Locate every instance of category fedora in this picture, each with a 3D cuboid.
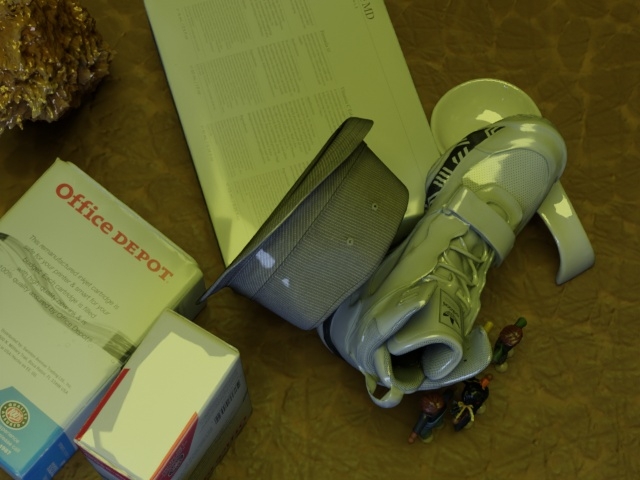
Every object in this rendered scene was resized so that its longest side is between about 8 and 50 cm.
[{"bbox_3d":[0.000,0.000,1.610,0.124,0.244,0.275,39,64,-3],"label":"fedora"}]

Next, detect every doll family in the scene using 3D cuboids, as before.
[{"bbox_3d":[0.167,0.160,1.709,0.076,0.111,0.193,26,72,8],"label":"doll family"}]

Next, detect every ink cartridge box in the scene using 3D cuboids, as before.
[{"bbox_3d":[-0.310,0.098,1.711,0.223,0.129,0.307,38,74,12],"label":"ink cartridge box"},{"bbox_3d":[-0.163,0.199,1.623,0.100,0.237,0.172,30,73,12],"label":"ink cartridge box"}]

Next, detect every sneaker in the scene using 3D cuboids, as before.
[{"bbox_3d":[0.157,0.029,1.656,0.366,0.210,0.137,-45,116,7],"label":"sneaker"}]

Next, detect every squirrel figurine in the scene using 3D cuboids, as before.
[{"bbox_3d":[-0.420,-0.297,1.721,0.397,0.370,0.281,31,72,9],"label":"squirrel figurine"}]

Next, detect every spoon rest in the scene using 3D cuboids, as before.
[{"bbox_3d":[0.241,-0.082,1.813,0.137,0.084,0.276,-30,75,-11],"label":"spoon rest"}]

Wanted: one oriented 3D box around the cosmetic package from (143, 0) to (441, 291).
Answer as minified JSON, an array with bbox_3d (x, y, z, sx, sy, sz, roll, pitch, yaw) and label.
[{"bbox_3d":[-0.028,-0.157,1.826,0.285,0.097,0.377,-16,72,-5],"label":"cosmetic package"}]
